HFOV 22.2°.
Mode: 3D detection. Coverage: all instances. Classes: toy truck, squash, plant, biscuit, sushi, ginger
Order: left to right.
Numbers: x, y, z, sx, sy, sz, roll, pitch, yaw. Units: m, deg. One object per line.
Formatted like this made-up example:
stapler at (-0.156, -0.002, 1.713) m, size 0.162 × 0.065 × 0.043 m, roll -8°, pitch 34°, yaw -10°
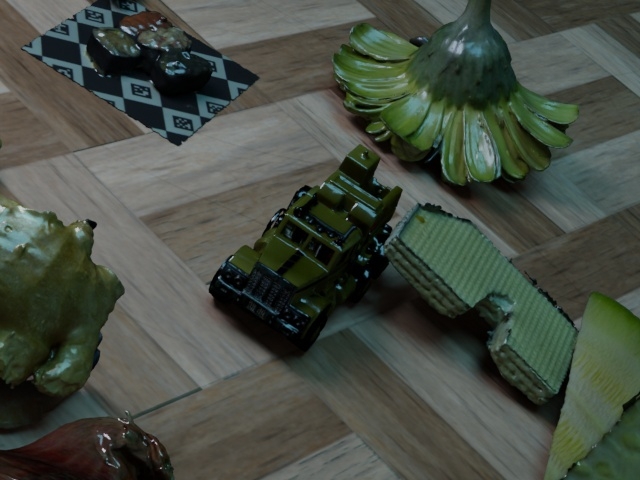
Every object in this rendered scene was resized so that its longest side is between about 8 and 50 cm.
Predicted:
ginger at (-0.275, 0.032, 1.393) m, size 0.216 × 0.157 × 0.102 m, roll 30°, pitch -12°, yaw -13°
sushi at (-0.201, -0.229, 1.944) m, size 0.219 × 0.047 × 0.231 m, roll 32°, pitch 33°, yaw 7°
toy truck at (-0.003, 0.004, 1.702) m, size 0.127 × 0.127 × 0.257 m, roll 34°, pitch 37°, yaw 8°
plant at (0.164, -0.225, 2.075) m, size 0.305 × 0.297 × 0.261 m, roll -5°, pitch 12°, yaw -18°
biscuit at (0.176, 0.059, 1.760) m, size 0.250 × 0.046 × 0.147 m, roll 45°, pitch 32°, yaw -7°
squash at (0.299, 0.184, 1.721) m, size 0.111 × 0.203 × 0.289 m, roll 42°, pitch 1°, yaw -13°

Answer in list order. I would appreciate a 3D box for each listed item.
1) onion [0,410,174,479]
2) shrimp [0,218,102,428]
onion at (-0.195, 0.280, 1.017) m, size 0.353 × 0.354 × 0.354 m, roll 18°, pitch 34°, yaw -13°
shrimp at (-0.276, 0.077, 1.464) m, size 0.178 × 0.075 × 0.289 m, roll 47°, pitch 36°, yaw 14°
